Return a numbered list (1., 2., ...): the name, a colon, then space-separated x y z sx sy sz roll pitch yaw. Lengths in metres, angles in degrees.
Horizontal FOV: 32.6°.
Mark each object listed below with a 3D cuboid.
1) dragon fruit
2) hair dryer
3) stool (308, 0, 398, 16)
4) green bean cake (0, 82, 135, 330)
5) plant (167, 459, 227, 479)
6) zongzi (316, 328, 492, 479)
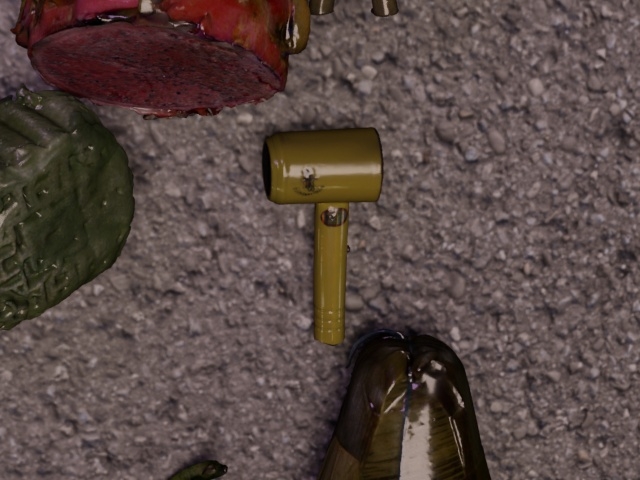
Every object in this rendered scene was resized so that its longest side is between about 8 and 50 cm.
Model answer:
1. dragon fruit: -0.150 -0.294 1.143 0.296 0.314 0.262 13 75 -38
2. hair dryer: 0.000 0.000 1.346 0.135 0.090 0.278 -4 111 -13
3. stool: 0.068 -0.339 1.226 0.228 0.153 0.139 -17 120 -15
4. green bean cake: -0.316 -0.037 1.176 0.227 0.125 0.222 -39 140 -35
5. plant: -0.229 0.459 1.405 0.180 0.251 0.333 50 52 -37
6. zongzi: 0.010 0.336 1.389 0.432 0.208 0.403 -14 102 3
